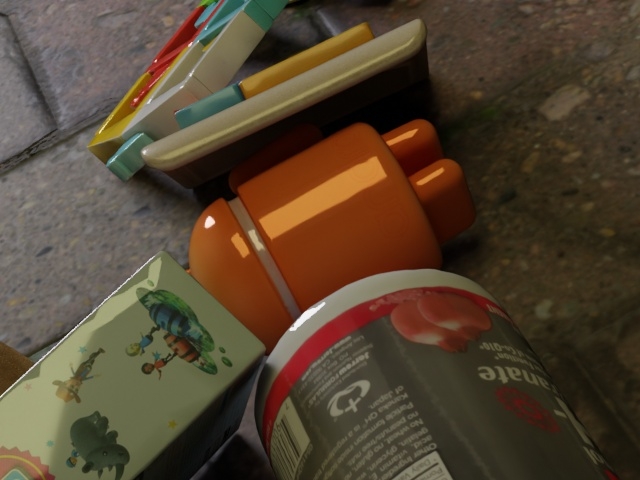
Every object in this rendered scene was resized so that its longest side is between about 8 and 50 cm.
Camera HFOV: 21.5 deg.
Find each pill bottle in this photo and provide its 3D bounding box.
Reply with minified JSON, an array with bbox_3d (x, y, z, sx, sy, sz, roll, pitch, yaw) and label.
[{"bbox_3d":[0.090,0.174,0.945,0.176,0.176,0.318,-28,42,-1],"label":"pill bottle"}]

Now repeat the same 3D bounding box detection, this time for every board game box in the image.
[{"bbox_3d":[-0.178,0.168,1.048,0.097,0.224,0.303,42,70,9],"label":"board game box"}]

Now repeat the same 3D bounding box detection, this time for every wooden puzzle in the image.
[{"bbox_3d":[-0.023,-0.106,1.284,0.221,0.044,0.238,-25,-1,2],"label":"wooden puzzle"}]

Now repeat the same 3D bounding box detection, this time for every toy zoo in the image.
[{"bbox_3d":[-0.094,-0.162,1.413,0.192,0.030,0.293,-21,31,57],"label":"toy zoo"}]

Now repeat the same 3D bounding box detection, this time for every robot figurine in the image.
[{"bbox_3d":[-0.001,-0.001,1.204,0.219,0.158,0.128,-29,3,-2],"label":"robot figurine"}]

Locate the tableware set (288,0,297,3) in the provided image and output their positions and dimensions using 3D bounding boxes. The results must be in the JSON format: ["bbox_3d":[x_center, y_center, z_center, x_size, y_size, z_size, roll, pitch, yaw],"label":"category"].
[{"bbox_3d":[0.020,-0.263,1.534,0.168,0.020,0.141,1,48,30],"label":"tableware set"}]

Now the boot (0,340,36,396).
[{"bbox_3d":[-0.330,0.107,1.269,0.305,0.112,0.115,21,46,20],"label":"boot"}]
